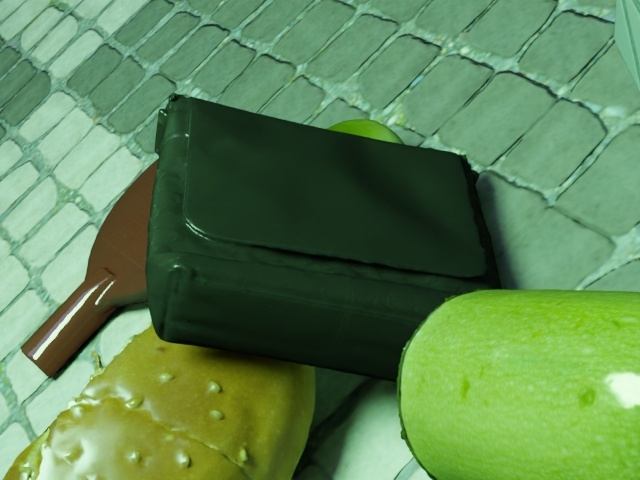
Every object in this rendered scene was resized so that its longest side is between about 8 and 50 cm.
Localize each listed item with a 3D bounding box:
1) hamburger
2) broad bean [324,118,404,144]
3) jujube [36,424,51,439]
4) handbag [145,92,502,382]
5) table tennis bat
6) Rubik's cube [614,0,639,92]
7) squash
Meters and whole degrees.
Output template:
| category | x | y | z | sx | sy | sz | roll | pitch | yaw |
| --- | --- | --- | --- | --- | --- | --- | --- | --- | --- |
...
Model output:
| category | x | y | z | sx | sy | sz | roll | pitch | yaw |
| --- | --- | --- | --- | --- | --- | --- | --- | --- | --- |
| hamburger | -0.092 | 0.138 | 0.887 | 0.156 | 0.144 | 0.283 | 27 | 60 | 23 |
| broad bean | -0.008 | -0.026 | 1.065 | 0.174 | 0.082 | 0.124 | -41 | 32 | -18 |
| jujube | -0.173 | 0.158 | 1.022 | 0.129 | 0.077 | 0.077 | -29 | 35 | 27 |
| handbag | 0.000 | 0.000 | 0.914 | 0.223 | 0.247 | 0.080 | -94 | 20 | -53 |
| table tennis bat | -0.153 | -0.001 | 1.212 | 0.310 | 0.038 | 0.200 | -47 | 34 | -9 |
| Rubik's cube | 0.283 | -0.146 | 0.841 | 0.229 | 0.233 | 0.228 | 40 | 37 | 22 |
| squash | 0.144 | 0.086 | 0.665 | 0.132 | 0.132 | 0.247 | -52 | 14 | -16 |
